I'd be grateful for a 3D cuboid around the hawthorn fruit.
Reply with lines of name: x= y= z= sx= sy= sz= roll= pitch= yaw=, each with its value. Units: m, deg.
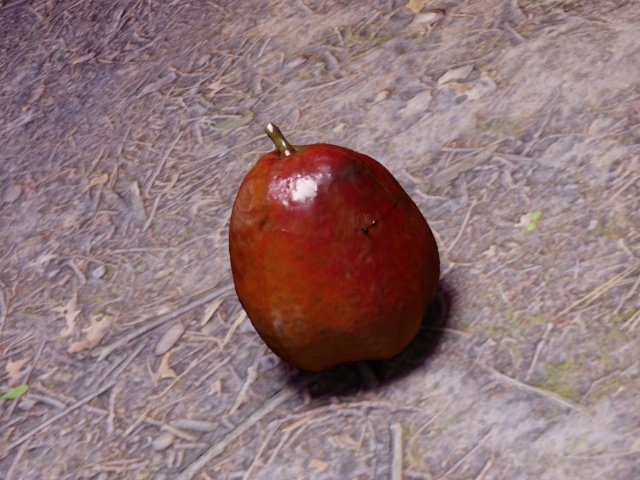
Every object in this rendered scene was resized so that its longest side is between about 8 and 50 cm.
hawthorn fruit: x=0.000 y=0.000 z=1.734 sx=0.224 sy=0.261 sz=0.224 roll=-19 pitch=26 yaw=9
